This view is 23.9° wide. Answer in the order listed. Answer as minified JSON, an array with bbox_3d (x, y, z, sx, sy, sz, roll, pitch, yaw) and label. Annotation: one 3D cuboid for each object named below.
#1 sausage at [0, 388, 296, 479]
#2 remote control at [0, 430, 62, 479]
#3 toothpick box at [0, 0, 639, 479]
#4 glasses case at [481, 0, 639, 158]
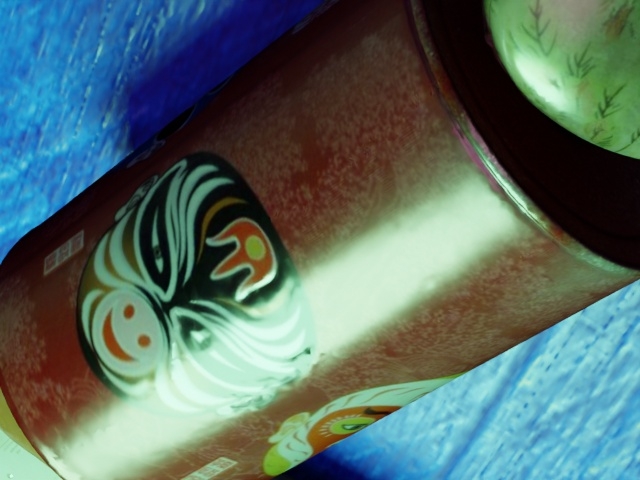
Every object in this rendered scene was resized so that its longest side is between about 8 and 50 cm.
[{"bbox_3d":[-0.049,0.181,1.000,0.419,0.094,0.094,31,158,4],"label":"sausage"},{"bbox_3d":[-0.251,0.105,1.081,0.190,0.029,0.087,43,126,-4],"label":"remote control"},{"bbox_3d":[0.000,0.000,0.806,0.333,0.204,0.204,-32,102,34],"label":"toothpick box"},{"bbox_3d":[0.200,-0.228,0.595,0.156,0.098,0.425,17,112,-15],"label":"glasses case"}]
